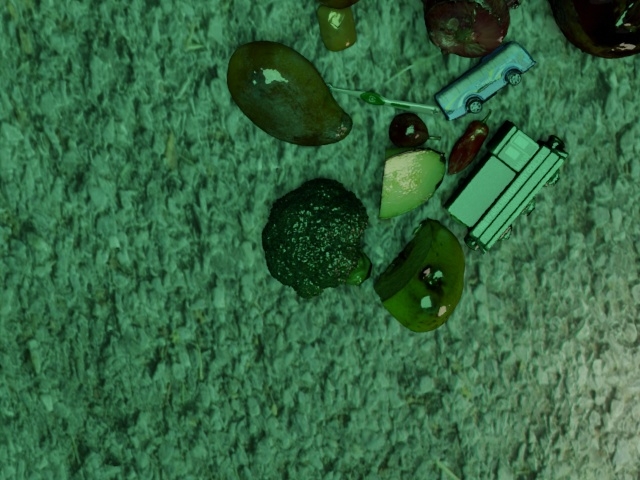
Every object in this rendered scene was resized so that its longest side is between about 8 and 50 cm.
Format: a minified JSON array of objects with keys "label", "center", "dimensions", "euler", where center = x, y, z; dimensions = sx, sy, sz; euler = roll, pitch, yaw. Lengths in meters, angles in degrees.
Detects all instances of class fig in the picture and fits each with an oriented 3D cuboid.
[{"label":"fig","center":[0.224,-0.250,1.882],"dimensions":[0.125,0.089,0.089],"euler":[17,107,-33]}]

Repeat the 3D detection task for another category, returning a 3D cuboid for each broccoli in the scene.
[{"label":"broccoli","center":[0.000,0.000,1.875],"dimensions":[0.297,0.297,0.297],"euler":[-39,142,9]}]

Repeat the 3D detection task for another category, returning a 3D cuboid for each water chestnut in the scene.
[{"label":"water chestnut","center":[0.654,-0.557,1.682],"dimensions":[0.350,0.302,0.350],"euler":[0,110,0]}]

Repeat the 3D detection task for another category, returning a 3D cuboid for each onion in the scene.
[{"label":"onion","center":[0.304,-0.460,1.617],"dimensions":[0.184,0.184,0.147],"euler":[39,65,-12]}]

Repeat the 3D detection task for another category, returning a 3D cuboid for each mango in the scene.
[{"label":"mango","center":[-0.071,-0.323,1.809],"dimensions":[0.316,0.146,0.193],"euler":[34,121,-17]}]

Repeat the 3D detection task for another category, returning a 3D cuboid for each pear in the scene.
[{"label":"pear","center":[0.262,0.093,1.888],"dimensions":[0.164,0.255,0.238],"euler":[37,97,-10]}]

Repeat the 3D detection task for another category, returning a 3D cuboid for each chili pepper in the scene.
[{"label":"chili pepper","center":[0.356,-0.231,1.900],"dimensions":[0.059,0.050,0.191],"euler":[26,116,-12]}]

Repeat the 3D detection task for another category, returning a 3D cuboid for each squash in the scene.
[{"label":"squash","center":[0.203,-0.161,1.906],"dimensions":[0.184,0.085,0.192],"euler":[-17,135,-23]}]

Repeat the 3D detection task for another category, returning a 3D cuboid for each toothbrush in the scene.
[{"label":"toothbrush","center":[0.129,-0.328,1.853],"dimensions":[0.304,0.030,0.030],"euler":[12,106,3]}]

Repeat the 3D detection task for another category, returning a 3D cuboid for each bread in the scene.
[{"label":"bread","center":[0.038,-0.487,1.810],"dimensions":[0.082,0.056,0.115],"euler":[-9,106,1]}]

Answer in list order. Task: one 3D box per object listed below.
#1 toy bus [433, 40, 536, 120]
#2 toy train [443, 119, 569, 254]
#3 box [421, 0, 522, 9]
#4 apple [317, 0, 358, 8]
[{"label":"toy bus","center":[0.376,-0.367,1.845],"dimensions":[0.236,0.079,0.094],"euler":[-36,103,8]},{"label":"toy train","center":[0.429,-0.132,1.894],"dimensions":[0.178,0.138,0.330],"euler":[38,104,-2]},{"label":"box","center":[0.280,-0.572,1.728],"dimensions":[0.167,0.193,0.294],"euler":[-43,104,15]},{"label":"apple","center":[0.034,-0.592,1.726],"dimensions":[0.163,0.146,0.147],"euler":[33,76,22]}]
